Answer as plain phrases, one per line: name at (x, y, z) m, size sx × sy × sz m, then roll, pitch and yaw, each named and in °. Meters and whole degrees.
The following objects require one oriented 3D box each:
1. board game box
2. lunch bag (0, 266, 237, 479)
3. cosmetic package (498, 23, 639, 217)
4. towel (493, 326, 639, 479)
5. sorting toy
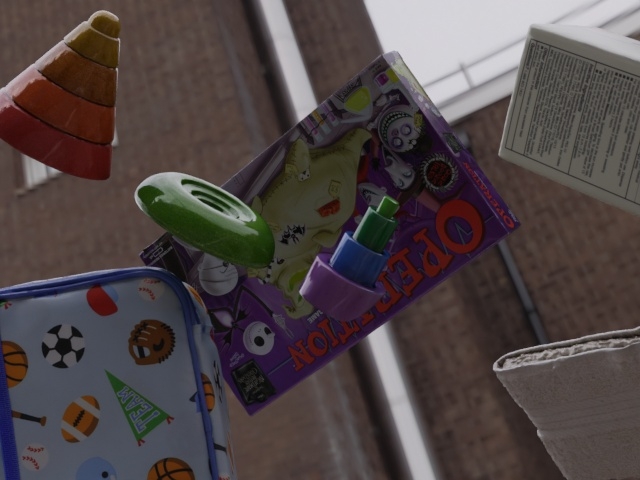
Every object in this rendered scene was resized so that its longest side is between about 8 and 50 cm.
board game box at (0.000, 0.000, 1.382) m, size 0.347 × 0.208 × 0.056 m, roll -38°, pitch -1°, yaw 26°
lunch bag at (-0.195, 0.182, 1.177) m, size 0.243 × 0.303 × 0.115 m, roll -9°, pitch -8°, yaw 1°
cosmetic package at (0.340, -0.107, 1.404) m, size 0.129 × 0.296 × 0.153 m, roll -6°, pitch -63°, yaw -43°
towel at (0.344, 0.185, 1.556) m, size 0.282 × 0.049 × 0.187 m, roll -17°, pitch -67°, yaw 44°
sorting toy at (-0.092, -0.071, 1.156) m, size 0.365 × 0.127 × 0.126 m, roll 29°, pitch -78°, yaw 1°
